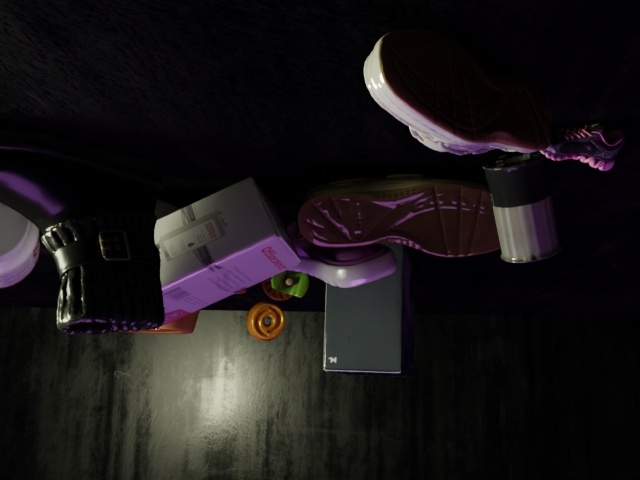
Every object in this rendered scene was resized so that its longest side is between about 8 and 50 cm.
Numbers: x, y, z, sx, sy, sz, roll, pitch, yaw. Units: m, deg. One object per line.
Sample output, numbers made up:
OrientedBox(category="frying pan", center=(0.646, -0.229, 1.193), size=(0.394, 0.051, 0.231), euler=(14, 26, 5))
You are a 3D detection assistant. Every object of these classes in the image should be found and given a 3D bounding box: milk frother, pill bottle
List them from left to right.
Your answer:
OrientedBox(category="pill bottle", center=(-0.570, -0.009, 1.312), size=(0.160, 0.160, 0.283), euler=(5, 169, -19))
OrientedBox(category="milk frother", center=(0.307, -0.056, 1.018), size=(0.143, 0.135, 0.129), euler=(-3, -161, 37))

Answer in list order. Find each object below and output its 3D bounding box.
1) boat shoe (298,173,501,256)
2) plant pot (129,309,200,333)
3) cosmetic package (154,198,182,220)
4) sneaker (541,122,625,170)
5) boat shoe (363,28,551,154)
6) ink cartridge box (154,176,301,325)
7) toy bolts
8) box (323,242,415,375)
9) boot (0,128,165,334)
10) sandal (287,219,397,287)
OrientedBox(category="boat shoe", center=(0.139, -0.054, 1.172), size=(0.341, 0.122, 0.110), euler=(4, -154, 4))
OrientedBox(category="plant pot", center=(-0.405, 0.122, 1.866), size=(0.291, 0.203, 0.291), euler=(1, 169, 0))
OrientedBox(category="cosmetic package", center=(-0.341, -0.023, 1.368), size=(0.127, 0.107, 0.238), euler=(-7, 164, 22))
OrientedBox(category="sneaker", center=(0.318, -0.125, 0.931), size=(0.119, 0.047, 0.057), euler=(8, 141, -15))
OrientedBox(category="boat shoe", center=(0.126, -0.129, 0.761), size=(0.096, 0.098, 0.277), euler=(-10, 165, 43))
OrientedBox(category="ink cartridge box", center=(-0.195, 0.027, 1.280), size=(0.283, 0.117, 0.207), euler=(-25, 163, 2))
OrientedBox(category="toy bolts", center=(-0.179, 0.136, 1.977), size=(0.228, 0.218, 0.158), euler=(25, 168, -19))
OrientedBox(category="box", center=(0.122, 0.165, 1.766), size=(0.182, 0.296, 0.294), euler=(0, 169, 12))
OrientedBox(category="boot", center=(-0.365, -0.003, 1.049), size=(0.348, 0.260, 0.131), euler=(10, 166, -38))
OrientedBox(category="sandal", center=(0.013, -0.004, 1.415), size=(0.169, 0.102, 0.416), euler=(-18, -165, -25))
